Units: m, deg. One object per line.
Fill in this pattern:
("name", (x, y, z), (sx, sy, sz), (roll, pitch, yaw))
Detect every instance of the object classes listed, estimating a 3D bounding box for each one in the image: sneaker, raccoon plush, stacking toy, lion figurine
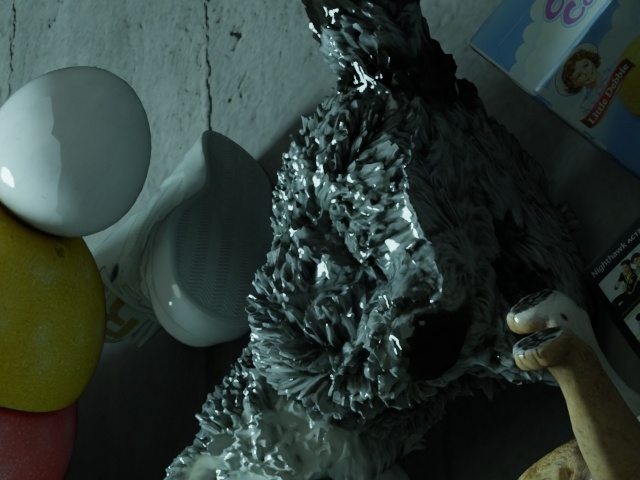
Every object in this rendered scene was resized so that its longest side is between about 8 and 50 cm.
("sneaker", (-0.118, 0.041, 1.544), (0.169, 0.108, 0.292), (-46, 15, 19))
("raccoon plush", (0.000, 0.000, 1.376), (0.299, 0.216, 0.446), (-30, 59, 32))
("stacking toy", (-0.280, 0.067, 1.480), (0.480, 0.350, 0.350), (-57, 38, 18))
("lion figurine", (0.246, 0.104, 1.105), (0.392, 0.240, 0.142), (-28, 11, 4))

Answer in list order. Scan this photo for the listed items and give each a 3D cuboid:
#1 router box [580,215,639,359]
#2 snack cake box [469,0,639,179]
("router box", (0.265, 0.008, 1.253), (0.179, 0.046, 0.133), (-45, 41, 15))
("snack cake box", (0.244, -0.182, 1.314), (0.264, 0.152, 0.089), (-52, 40, 7))
